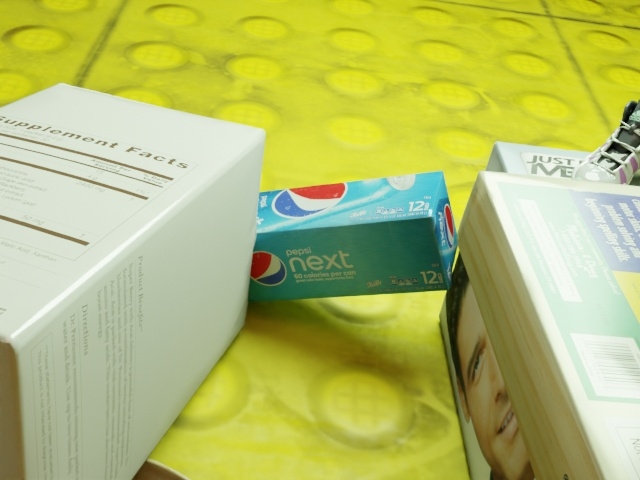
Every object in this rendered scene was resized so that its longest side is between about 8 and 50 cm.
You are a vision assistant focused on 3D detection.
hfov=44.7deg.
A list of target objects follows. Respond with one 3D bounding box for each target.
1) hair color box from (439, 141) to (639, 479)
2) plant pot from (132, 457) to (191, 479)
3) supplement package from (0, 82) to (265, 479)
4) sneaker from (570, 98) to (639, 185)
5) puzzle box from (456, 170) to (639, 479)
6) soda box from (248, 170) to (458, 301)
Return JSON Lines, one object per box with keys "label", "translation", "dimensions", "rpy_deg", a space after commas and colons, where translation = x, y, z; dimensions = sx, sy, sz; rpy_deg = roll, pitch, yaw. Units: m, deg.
{"label": "hair color box", "translation": [0.171, 0.117, 0.488], "dimensions": [0.114, 0.185, 0.374], "rpy_deg": [6, 38, -6]}
{"label": "plant pot", "translation": [-0.147, 0.218, 0.420], "dimensions": [0.237, 0.032, 0.236], "rpy_deg": [5, 39, -4]}
{"label": "supplement package", "translation": [-0.172, 0.034, 0.490], "dimensions": [0.175, 0.177, 0.293], "rpy_deg": [15, 28, 12]}
{"label": "sneaker", "translation": [0.206, -0.070, 0.524], "dimensions": [0.038, 0.069, 0.098], "rpy_deg": [33, 42, 26]}
{"label": "puzzle box", "translation": [0.229, 0.117, 0.310], "dimensions": [0.272, 0.052, 0.408], "rpy_deg": [5, 38, -9]}
{"label": "soda box", "translation": [0.000, 0.000, 0.631], "dimensions": [0.210, 0.071, 0.067], "rpy_deg": [-5, 34, 21]}
